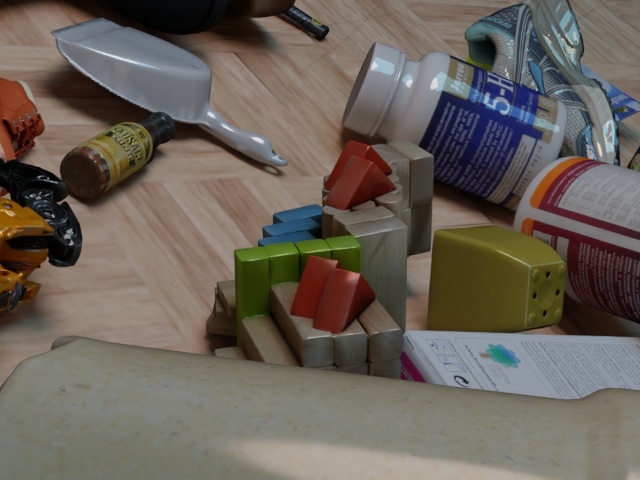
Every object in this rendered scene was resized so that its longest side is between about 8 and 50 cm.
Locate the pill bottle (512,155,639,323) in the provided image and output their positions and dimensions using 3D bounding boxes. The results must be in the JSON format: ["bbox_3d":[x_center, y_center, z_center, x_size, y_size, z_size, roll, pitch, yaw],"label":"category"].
[{"bbox_3d":[0.273,0.010,1.170,0.121,0.121,0.221,-4,17,-40],"label":"pill bottle"}]

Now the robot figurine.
[{"bbox_3d":[-0.295,-0.036,0.938,0.291,0.085,0.211,38,33,23],"label":"robot figurine"}]

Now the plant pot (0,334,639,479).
[{"bbox_3d":[-0.002,0.181,0.625,0.305,0.334,0.334,15,30,4],"label":"plant pot"}]

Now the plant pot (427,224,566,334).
[{"bbox_3d":[0.141,0.036,1.112,0.083,0.081,0.081,12,12,43],"label":"plant pot"}]

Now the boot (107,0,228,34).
[{"bbox_3d":[-0.233,-0.250,1.301,0.246,0.094,0.207,31,27,24],"label":"boot"}]

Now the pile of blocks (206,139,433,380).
[{"bbox_3d":[0.000,0.000,1.026,0.149,0.113,0.362,3,23,7],"label":"pile of blocks"}]

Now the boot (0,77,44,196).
[{"bbox_3d":[-0.239,-0.082,1.080,0.084,0.059,0.158,9,32,-34],"label":"boot"}]

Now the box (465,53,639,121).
[{"bbox_3d":[0.258,-0.170,1.587,0.178,0.042,0.109,37,33,20],"label":"box"}]

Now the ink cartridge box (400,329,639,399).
[{"bbox_3d":[0.217,0.145,1.050,0.311,0.065,0.186,2,35,-31],"label":"ink cartridge box"}]

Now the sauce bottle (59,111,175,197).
[{"bbox_3d":[-0.156,-0.072,1.137,0.042,0.042,0.128,30,32,9],"label":"sauce bottle"}]

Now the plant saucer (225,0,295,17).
[{"bbox_3d":[-0.112,-0.279,1.397,0.198,0.198,0.036,34,73,14],"label":"plant saucer"}]

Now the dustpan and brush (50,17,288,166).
[{"bbox_3d":[-0.119,-0.123,1.240,0.211,0.060,0.147,20,17,6],"label":"dustpan and brush"}]

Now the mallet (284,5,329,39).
[{"bbox_3d":[-0.077,-0.264,1.502,0.189,0.039,0.062,37,31,13],"label":"mallet"}]

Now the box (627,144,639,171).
[{"bbox_3d":[0.448,-0.022,1.495,0.233,0.044,0.159,13,32,-19],"label":"box"}]

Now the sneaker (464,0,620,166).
[{"bbox_3d":[0.222,-0.126,1.463,0.122,0.110,0.283,-14,52,0],"label":"sneaker"}]

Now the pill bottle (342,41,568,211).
[{"bbox_3d":[0.121,-0.109,1.327,0.186,0.112,0.112,21,31,-6],"label":"pill bottle"}]
